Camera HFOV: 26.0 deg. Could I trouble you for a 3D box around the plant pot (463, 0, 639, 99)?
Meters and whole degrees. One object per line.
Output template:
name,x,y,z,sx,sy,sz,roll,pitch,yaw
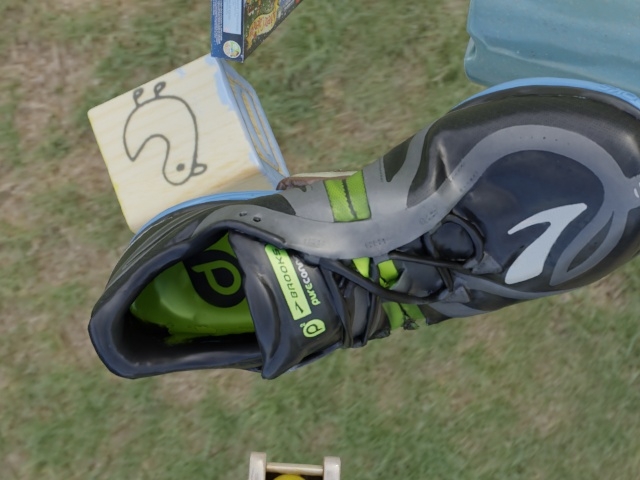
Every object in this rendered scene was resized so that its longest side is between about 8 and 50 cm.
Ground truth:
plant pot,0.311,-0.222,1.167,0.334,0.341,0.341,15,108,11

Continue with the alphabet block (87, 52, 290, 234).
alphabet block,-0.172,-0.116,1.899,0.197,0.193,0.192,-25,73,9

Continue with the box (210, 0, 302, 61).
box,-0.073,-0.337,1.709,0.044,0.233,0.159,11,122,14

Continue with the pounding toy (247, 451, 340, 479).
pounding toy,-0.063,0.308,1.133,0.155,0.154,0.269,4,68,-4

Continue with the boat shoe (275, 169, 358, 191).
boat shoe,0.056,-0.044,1.627,0.257,0.095,0.095,20,116,50

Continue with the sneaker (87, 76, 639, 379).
sneaker,0.013,0.008,0.402,0.188,0.078,0.067,-16,109,26
